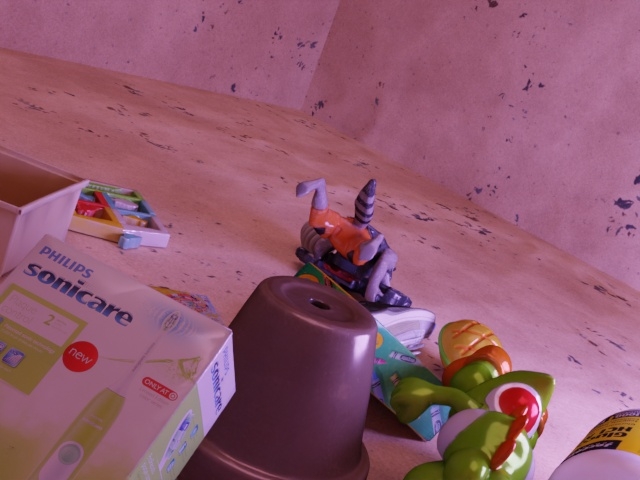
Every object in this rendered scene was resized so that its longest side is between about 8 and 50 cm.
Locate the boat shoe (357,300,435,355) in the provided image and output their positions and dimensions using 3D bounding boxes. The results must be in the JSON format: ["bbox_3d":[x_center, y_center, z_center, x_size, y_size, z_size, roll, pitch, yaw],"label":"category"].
[{"bbox_3d":[0.103,0.162,1.663,0.118,0.103,0.320,7,2,27],"label":"boat shoe"}]

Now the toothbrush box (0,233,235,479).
[{"bbox_3d":[-0.233,0.166,0.832,0.206,0.122,0.283,26,56,15],"label":"toothbrush box"}]

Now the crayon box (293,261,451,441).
[{"bbox_3d":[0.071,0.163,1.391,0.278,0.081,0.165,45,-4,-40],"label":"crayon box"}]

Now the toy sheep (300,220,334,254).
[{"bbox_3d":[0.000,0.000,2.089,0.091,0.091,0.132,12,23,-29],"label":"toy sheep"}]

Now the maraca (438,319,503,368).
[{"bbox_3d":[0.270,0.214,1.682,0.127,0.099,0.186,4,45,-19],"label":"maraca"}]

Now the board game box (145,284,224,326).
[{"bbox_3d":[-0.237,0.107,1.504,0.154,0.026,0.103,13,17,-28],"label":"board game box"}]

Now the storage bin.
[{"bbox_3d":[-0.547,-0.067,1.518,0.260,0.123,0.262,22,15,2],"label":"storage bin"}]

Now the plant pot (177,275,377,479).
[{"bbox_3d":[-0.036,0.175,1.150,0.263,0.229,0.263,20,15,-6],"label":"plant pot"}]

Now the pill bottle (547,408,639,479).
[{"bbox_3d":[0.384,0.337,1.215,0.188,0.188,0.334,27,16,23],"label":"pill bottle"}]

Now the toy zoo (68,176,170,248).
[{"bbox_3d":[-0.405,-0.054,1.836,0.192,0.030,0.293,12,17,-29],"label":"toy zoo"}]

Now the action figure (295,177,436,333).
[{"bbox_3d":[0.107,0.028,1.887,0.341,0.178,0.330,31,-11,21],"label":"action figure"}]

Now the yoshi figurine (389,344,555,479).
[{"bbox_3d":[0.181,0.271,1.212,0.203,0.203,0.362,5,11,15],"label":"yoshi figurine"}]
